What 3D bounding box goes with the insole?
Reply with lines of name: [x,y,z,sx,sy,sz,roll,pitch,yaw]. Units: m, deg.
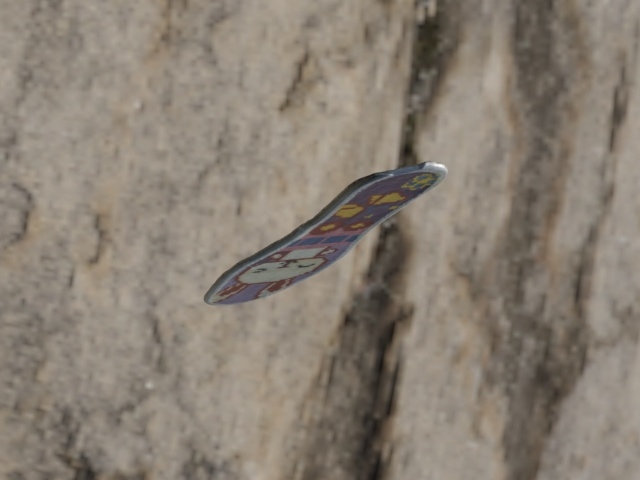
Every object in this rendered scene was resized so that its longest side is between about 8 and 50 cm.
insole: [0.000,0.000,0.876,0.065,0.197,0.004,-3,71,-35]
